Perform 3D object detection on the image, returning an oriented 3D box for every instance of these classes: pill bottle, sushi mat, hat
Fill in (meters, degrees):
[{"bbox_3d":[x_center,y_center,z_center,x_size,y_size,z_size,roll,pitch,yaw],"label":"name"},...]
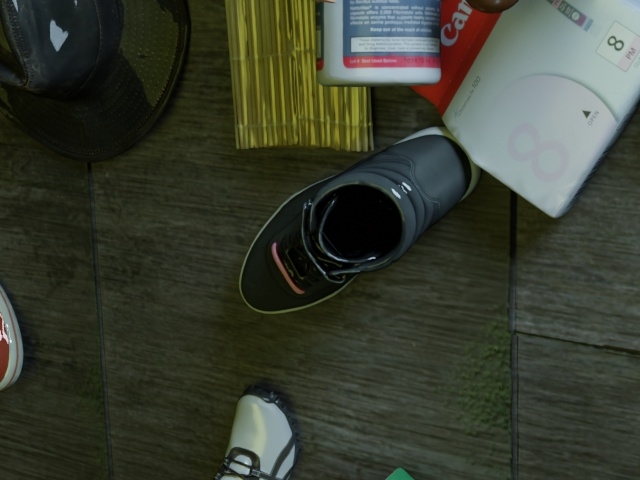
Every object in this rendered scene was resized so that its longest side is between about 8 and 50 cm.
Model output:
[{"bbox_3d":[0.049,-0.222,1.112,0.107,0.108,0.180,3,97,30],"label":"pill bottle"},{"bbox_3d":[-0.025,-0.237,1.209,0.151,0.019,0.317,6,108,30],"label":"sushi mat"},{"bbox_3d":[-0.297,-0.228,1.307,0.331,0.134,0.331,9,109,28],"label":"hat"}]

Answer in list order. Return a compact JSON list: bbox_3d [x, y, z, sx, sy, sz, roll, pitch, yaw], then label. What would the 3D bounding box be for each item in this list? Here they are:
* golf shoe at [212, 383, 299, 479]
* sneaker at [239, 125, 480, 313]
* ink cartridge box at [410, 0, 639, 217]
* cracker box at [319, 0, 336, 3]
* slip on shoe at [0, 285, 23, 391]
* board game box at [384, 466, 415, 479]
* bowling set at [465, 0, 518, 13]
[{"bbox_3d":[-0.076,0.250,1.354,0.077,0.094,0.198,14,111,28],"label":"golf shoe"},{"bbox_3d":[0.000,0.000,1.195,0.295,0.147,0.105,-33,89,35],"label":"sneaker"},{"bbox_3d":[0.160,-0.161,1.105,0.232,0.066,0.189,35,120,12],"label":"ink cartridge box"},{"bbox_3d":[-0.021,-0.318,1.071,0.155,0.067,0.232,30,110,63],"label":"cracker box"},{"bbox_3d":[-0.462,0.040,1.510,0.123,0.101,0.331,-35,88,32],"label":"slip on shoe"},{"bbox_3d":[-0.036,0.375,1.298,0.046,0.213,0.317,44,122,12],"label":"board game box"},{"bbox_3d":[0.170,-0.289,1.018,0.287,0.154,0.200,42,137,25],"label":"bowling set"}]
